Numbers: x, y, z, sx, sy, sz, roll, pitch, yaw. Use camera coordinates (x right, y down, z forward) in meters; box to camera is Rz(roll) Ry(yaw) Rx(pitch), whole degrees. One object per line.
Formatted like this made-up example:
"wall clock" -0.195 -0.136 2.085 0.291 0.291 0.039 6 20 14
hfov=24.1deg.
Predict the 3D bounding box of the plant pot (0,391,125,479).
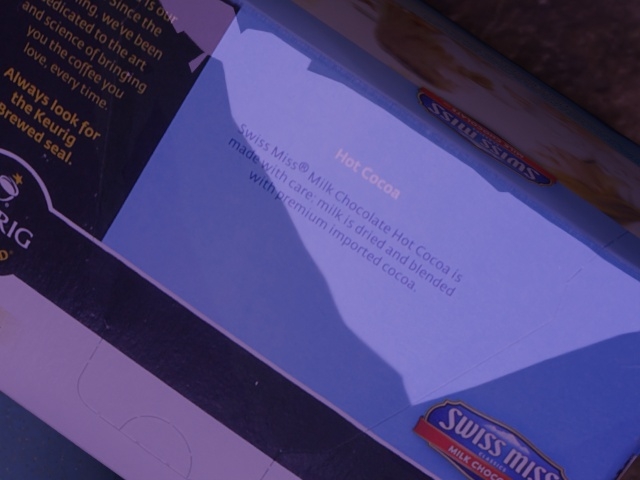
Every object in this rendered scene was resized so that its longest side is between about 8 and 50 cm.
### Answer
"plant pot" -0.207 0.114 0.821 0.290 0.290 0.195 35 102 5

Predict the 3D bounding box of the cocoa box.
"cocoa box" 0.000 0.000 0.747 0.347 0.231 0.228 35 111 5
